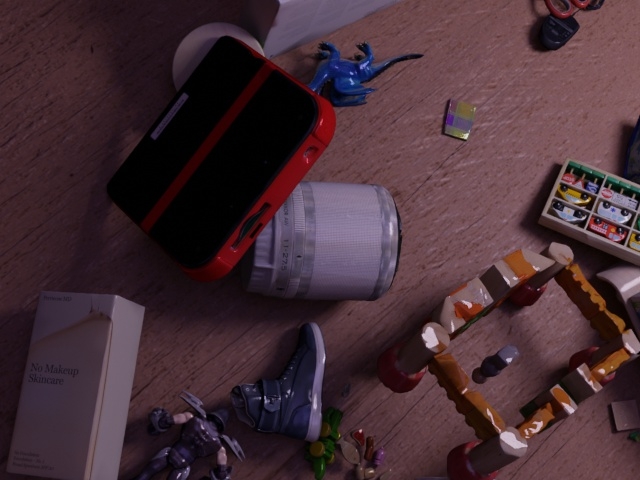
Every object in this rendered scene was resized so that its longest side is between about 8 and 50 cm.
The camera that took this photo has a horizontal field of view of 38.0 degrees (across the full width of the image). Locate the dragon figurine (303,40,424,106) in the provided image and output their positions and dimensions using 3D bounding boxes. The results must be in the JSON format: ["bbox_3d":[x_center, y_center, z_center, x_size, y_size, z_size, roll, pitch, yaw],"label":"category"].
[{"bbox_3d":[0.063,-0.320,1.873,0.289,0.085,0.144,0,77,-12],"label":"dragon figurine"}]

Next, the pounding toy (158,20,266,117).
[{"bbox_3d":[-0.209,-0.310,1.815,0.183,0.110,0.237,16,101,-16],"label":"pounding toy"}]

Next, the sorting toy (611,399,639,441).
[{"bbox_3d":[0.621,0.367,1.881,0.062,0.012,0.083,-3,75,-19],"label":"sorting toy"}]

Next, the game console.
[{"bbox_3d":[-0.182,-0.150,1.653,0.386,0.060,0.342,-52,52,2],"label":"game console"}]

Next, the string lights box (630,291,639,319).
[{"bbox_3d":[0.715,0.211,1.797,0.076,0.133,0.260,-23,91,-18],"label":"string lights box"}]

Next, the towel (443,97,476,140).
[{"bbox_3d":[0.293,-0.254,1.951,0.060,0.009,0.083,16,75,-10],"label":"towel"}]

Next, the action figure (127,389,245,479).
[{"bbox_3d":[-0.258,0.390,1.633,0.185,0.099,0.285,43,67,7],"label":"action figure"}]

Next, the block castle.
[{"bbox_3d":[0.344,0.223,1.718,0.453,0.213,0.303,-28,75,-35],"label":"block castle"}]

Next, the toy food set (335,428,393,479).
[{"bbox_3d":[0.083,0.402,1.736,0.078,0.019,0.122,-34,101,-22],"label":"toy food set"}]

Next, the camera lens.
[{"bbox_3d":[0.000,0.000,1.714,0.274,0.219,0.219,2,77,-12],"label":"camera lens"}]

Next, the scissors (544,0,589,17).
[{"bbox_3d":[0.459,-0.596,2.054,0.297,0.021,0.109,41,67,10],"label":"scissors"}]

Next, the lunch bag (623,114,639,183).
[{"bbox_3d":[0.734,-0.191,1.993,0.128,0.096,0.151,12,84,-10],"label":"lunch bag"}]

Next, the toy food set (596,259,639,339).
[{"bbox_3d":[0.723,0.161,1.923,0.219,0.092,0.306,-26,93,-17],"label":"toy food set"}]

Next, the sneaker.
[{"bbox_3d":[-0.077,0.246,1.695,0.163,0.086,0.226,10,61,-13],"label":"sneaker"}]

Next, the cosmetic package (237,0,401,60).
[{"bbox_3d":[0.034,-0.499,1.805,0.377,0.284,0.097,-28,83,-18],"label":"cosmetic package"}]

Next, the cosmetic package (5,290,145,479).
[{"bbox_3d":[-0.415,0.250,1.588,0.160,0.113,0.310,1,75,18],"label":"cosmetic package"}]

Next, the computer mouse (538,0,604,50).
[{"bbox_3d":[0.559,-0.498,2.060,0.071,0.041,0.242,42,66,10],"label":"computer mouse"}]

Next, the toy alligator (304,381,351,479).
[{"bbox_3d":[0.008,0.350,1.727,0.051,0.056,0.190,4,64,32],"label":"toy alligator"}]

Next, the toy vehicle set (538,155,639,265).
[{"bbox_3d":[0.602,-0.055,1.911,0.266,0.035,0.166,24,62,10],"label":"toy vehicle set"}]

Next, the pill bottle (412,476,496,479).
[{"bbox_3d":[0.244,0.572,1.669,0.160,0.160,0.283,4,76,-12],"label":"pill bottle"}]
